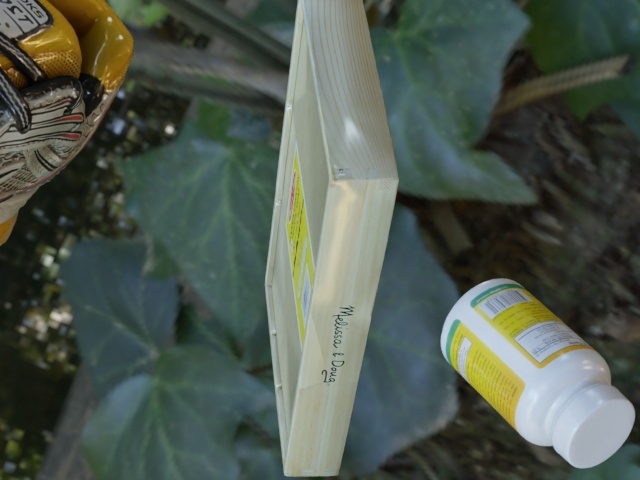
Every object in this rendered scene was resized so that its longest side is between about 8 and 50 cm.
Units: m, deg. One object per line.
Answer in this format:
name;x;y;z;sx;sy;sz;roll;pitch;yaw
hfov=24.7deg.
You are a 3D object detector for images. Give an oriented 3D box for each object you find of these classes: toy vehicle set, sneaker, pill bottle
toy vehicle set;0.000;0.000;0.881;0.266;0.035;0.166;99;168;-47
sneaker;-0.115;-0.035;0.364;0.093;0.088;0.225;-41;4;17
pill bottle;0.228;0.140;1.531;0.117;0.118;0.208;-56;45;11
